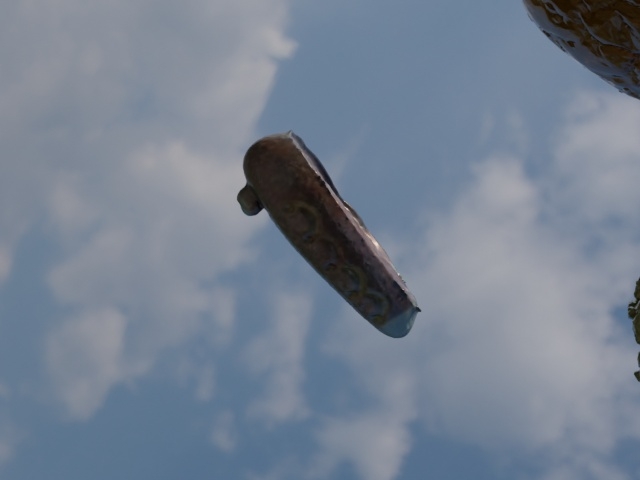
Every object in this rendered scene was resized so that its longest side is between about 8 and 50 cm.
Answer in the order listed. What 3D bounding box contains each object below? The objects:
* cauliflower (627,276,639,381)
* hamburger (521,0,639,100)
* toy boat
[{"bbox_3d":[0.414,0.052,1.515,0.281,0.327,0.260,20,-58,57],"label":"cauliflower"},{"bbox_3d":[0.297,-0.219,1.315,0.319,0.319,0.158,5,-120,59],"label":"hamburger"},{"bbox_3d":[0.000,0.000,1.508,0.085,0.227,0.155,-36,-161,6],"label":"toy boat"}]
